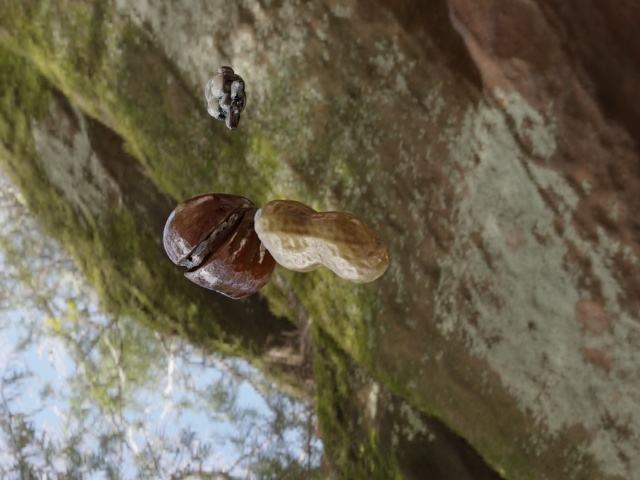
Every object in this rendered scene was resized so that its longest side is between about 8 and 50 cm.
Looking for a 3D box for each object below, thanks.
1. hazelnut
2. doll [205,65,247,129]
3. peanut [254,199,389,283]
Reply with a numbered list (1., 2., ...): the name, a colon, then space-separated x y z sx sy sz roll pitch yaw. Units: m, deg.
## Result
1. hazelnut: -0.164 0.002 1.719 0.204 0.178 0.178 44 -131 -7
2. doll: -0.167 -0.255 1.746 0.067 0.091 0.219 10 -167 -18
3. peanut: 0.000 0.002 1.251 0.193 0.089 0.089 15 -137 31
